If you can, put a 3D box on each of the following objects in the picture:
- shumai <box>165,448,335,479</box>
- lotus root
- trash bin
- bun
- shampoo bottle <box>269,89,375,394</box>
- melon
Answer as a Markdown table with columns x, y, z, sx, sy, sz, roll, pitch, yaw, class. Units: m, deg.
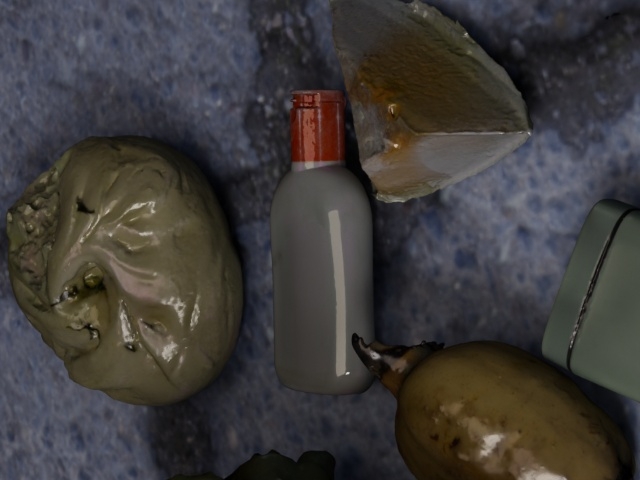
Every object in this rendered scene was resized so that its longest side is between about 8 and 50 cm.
| x | y | z | sx | sy | sz | roll | pitch | yaw | class |
| --- | --- | --- | --- | --- | --- | --- | --- | --- | --- |
| -0.001 | 0.290 | 1.301 | 0.324 | 0.397 | 0.323 | -68 | 27 | 14 | shumai |
| 0.114 | 0.125 | 1.289 | 0.221 | 0.118 | 0.125 | 35 | 131 | 25 | lotus root |
| 0.220 | 0.048 | 1.234 | 0.130 | 0.059 | 0.116 | 25 | 102 | 35 | trash bin |
| -0.166 | 0.020 | 1.516 | 0.237 | 0.116 | 0.210 | 28 | 111 | 32 | bun |
| 0.000 | 0.000 | 1.414 | 0.108 | 0.051 | 0.221 | 4 | 96 | 59 | shampoo bottle |
| 0.052 | -0.087 | 1.352 | 0.202 | 0.093 | 0.140 | 45 | 133 | 36 | melon |
